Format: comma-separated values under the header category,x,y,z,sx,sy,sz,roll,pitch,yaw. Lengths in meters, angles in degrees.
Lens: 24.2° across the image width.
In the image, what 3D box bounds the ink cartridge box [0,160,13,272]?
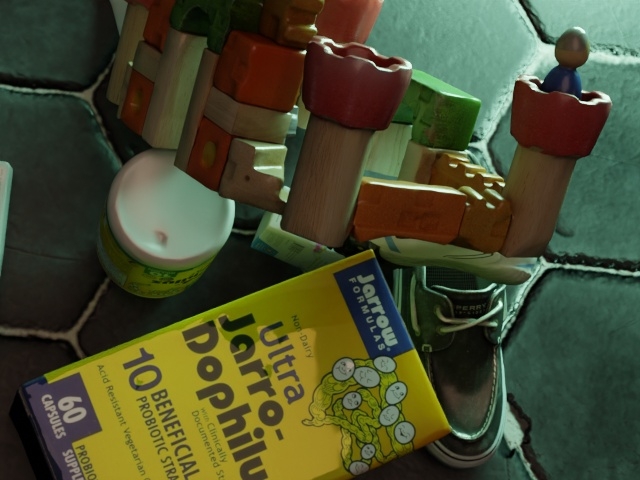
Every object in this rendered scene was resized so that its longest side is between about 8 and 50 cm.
category,x,y,z,sx,sy,sz,roll,pitch,yaw
ink cartridge box,-0.427,0.002,1.456,0.232,0.066,0.189,6,76,-8

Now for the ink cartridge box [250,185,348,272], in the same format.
category,x,y,z,sx,sy,sz,roll,pitch,yaw
ink cartridge box,0.000,0.000,1.542,0.122,0.088,0.052,25,72,-8

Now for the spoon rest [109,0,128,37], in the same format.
category,x,y,z,sx,sy,sz,roll,pitch,yaw
spoon rest,-0.171,-0.246,1.575,0.137,0.084,0.276,-37,101,-18

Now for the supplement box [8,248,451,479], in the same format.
category,x,y,z,sx,sy,sz,roll,pitch,yaw
supplement box,-0.092,0.173,1.423,0.356,0.195,0.194,-21,83,-18

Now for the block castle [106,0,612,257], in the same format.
category,x,y,z,sx,sy,sz,roll,pitch,yaw
block castle,0.013,-0.160,1.360,0.303,0.453,0.213,5,109,-33

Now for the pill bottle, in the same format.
category,x,y,z,sx,sy,sz,roll,pitch,yaw
pill bottle,-0.155,-0.009,1.442,0.117,0.208,0.118,3,76,-13

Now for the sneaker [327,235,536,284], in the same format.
category,x,y,z,sx,sy,sz,roll,pitch,yaw
sneaker,0.096,-0.014,1.466,0.237,0.085,0.086,10,76,0

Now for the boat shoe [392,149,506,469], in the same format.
category,x,y,z,sx,sy,sz,roll,pitch,yaw
boat shoe,0.132,0.066,1.543,0.121,0.119,0.335,-5,78,-15
